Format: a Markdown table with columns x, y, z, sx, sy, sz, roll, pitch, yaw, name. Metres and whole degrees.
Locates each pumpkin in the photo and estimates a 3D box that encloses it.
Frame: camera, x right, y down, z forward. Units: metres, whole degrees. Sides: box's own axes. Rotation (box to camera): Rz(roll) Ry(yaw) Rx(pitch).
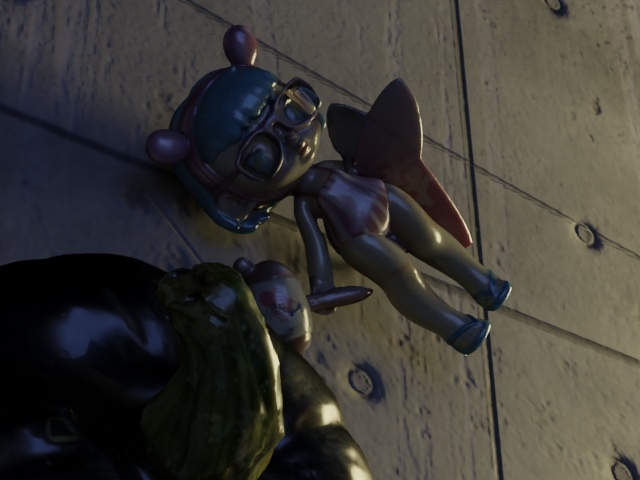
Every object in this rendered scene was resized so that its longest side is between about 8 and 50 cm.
| x | y | z | sx | sy | sz | roll | pitch | yaw | name |
| --- | --- | --- | --- | --- | --- | --- | --- | --- | --- |
| -0.086 | 0.130 | 0.752 | 0.296 | 0.296 | 0.296 | 22 | 45 | -24 | pumpkin |

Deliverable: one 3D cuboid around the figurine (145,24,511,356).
| x | y | z | sx | sy | sz | roll | pitch | yaw | name |
| --- | --- | --- | --- | --- | --- | --- | --- | --- | --- |
| -0.001 | -0.004 | 1.089 | 0.260 | 0.103 | 0.205 | 37 | 77 | -12 | figurine |
